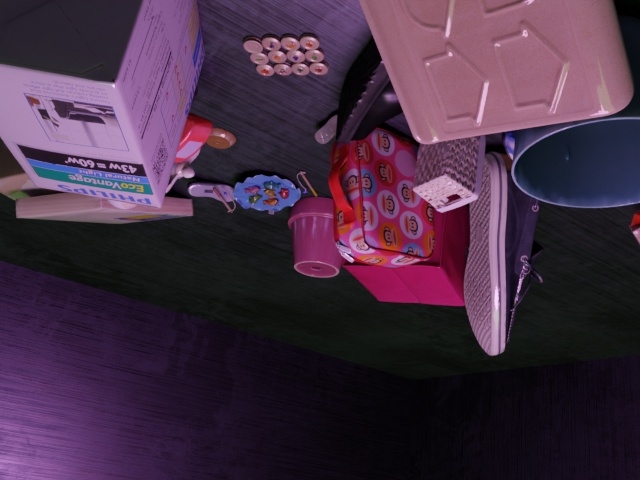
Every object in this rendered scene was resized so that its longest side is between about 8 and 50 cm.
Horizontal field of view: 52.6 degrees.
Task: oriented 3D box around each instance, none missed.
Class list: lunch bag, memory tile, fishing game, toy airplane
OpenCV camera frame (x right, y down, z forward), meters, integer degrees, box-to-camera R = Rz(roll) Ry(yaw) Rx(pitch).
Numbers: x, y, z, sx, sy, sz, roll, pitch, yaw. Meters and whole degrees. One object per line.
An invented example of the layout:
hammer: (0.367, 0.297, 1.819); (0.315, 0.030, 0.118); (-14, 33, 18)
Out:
lunch bag: (0.122, -0.094, 1.395); (0.258, 0.293, 0.120); (12, 159, -37)
memory tile: (-0.064, -0.350, 1.233); (0.147, 0.012, 0.113); (2, 157, 14)
fishing game: (-0.146, -0.117, 1.747); (0.263, 0.041, 0.189); (-8, 154, 11)
toy airplane: (-0.439, -0.201, 1.366); (0.385, 0.273, 0.384); (-2, -178, -17)

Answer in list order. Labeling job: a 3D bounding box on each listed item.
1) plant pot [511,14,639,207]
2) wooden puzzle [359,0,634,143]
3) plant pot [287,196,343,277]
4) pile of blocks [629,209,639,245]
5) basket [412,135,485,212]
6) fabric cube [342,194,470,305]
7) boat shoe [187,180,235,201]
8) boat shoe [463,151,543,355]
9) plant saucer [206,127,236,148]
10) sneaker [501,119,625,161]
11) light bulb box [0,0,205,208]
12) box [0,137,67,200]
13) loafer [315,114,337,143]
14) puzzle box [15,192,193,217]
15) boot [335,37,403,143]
plant pot: (0.468, -0.222, 1.072); (0.292, 0.235, 0.293); (6, 159, 2)
wooden puzzle: (0.246, -0.316, 0.945); (0.347, 0.080, 0.322); (-5, 120, 43)
plant pot: (0.000, 0.000, 1.836); (0.201, 0.180, 0.201); (6, 157, 2)
pile of blocks: (0.854, -0.099, 1.454); (0.362, 0.149, 0.113); (-31, 94, 44)
basket: (0.272, -0.163, 1.380); (0.103, 0.167, 0.113); (28, 151, -27)
fabric cube: (0.236, 0.001, 1.652); (0.258, 0.254, 0.258); (1, 155, 27)
boat shoe: (-0.297, -0.141, 1.780); (0.142, 0.049, 0.040); (7, -155, -28)
boat shoe: (0.435, 0.040, 1.513); (0.155, 0.501, 0.187); (-5, -162, -10)
plant saucer: (-0.244, -0.241, 1.551); (0.083, 0.015, 0.083); (6, 157, 3)
sneaker: (0.525, -0.211, 1.270); (0.329, 0.130, 0.147); (2, 143, 6)
light bulb box: (-0.338, -0.294, 1.008); (0.225, 0.358, 0.361); (10, 156, -1)
box: (-0.685, -0.198, 1.633); (0.310, 0.148, 0.121); (-7, 153, 29)
loafer: (0.037, -0.252, 1.414); (0.125, 0.039, 0.045); (-23, 109, 47)
puzzle box: (-0.571, -0.088, 1.766); (0.271, 0.052, 0.409); (-5, 178, 20)
boot: (0.188, -0.261, 1.210); (0.260, 0.131, 0.348); (14, 156, -15)
